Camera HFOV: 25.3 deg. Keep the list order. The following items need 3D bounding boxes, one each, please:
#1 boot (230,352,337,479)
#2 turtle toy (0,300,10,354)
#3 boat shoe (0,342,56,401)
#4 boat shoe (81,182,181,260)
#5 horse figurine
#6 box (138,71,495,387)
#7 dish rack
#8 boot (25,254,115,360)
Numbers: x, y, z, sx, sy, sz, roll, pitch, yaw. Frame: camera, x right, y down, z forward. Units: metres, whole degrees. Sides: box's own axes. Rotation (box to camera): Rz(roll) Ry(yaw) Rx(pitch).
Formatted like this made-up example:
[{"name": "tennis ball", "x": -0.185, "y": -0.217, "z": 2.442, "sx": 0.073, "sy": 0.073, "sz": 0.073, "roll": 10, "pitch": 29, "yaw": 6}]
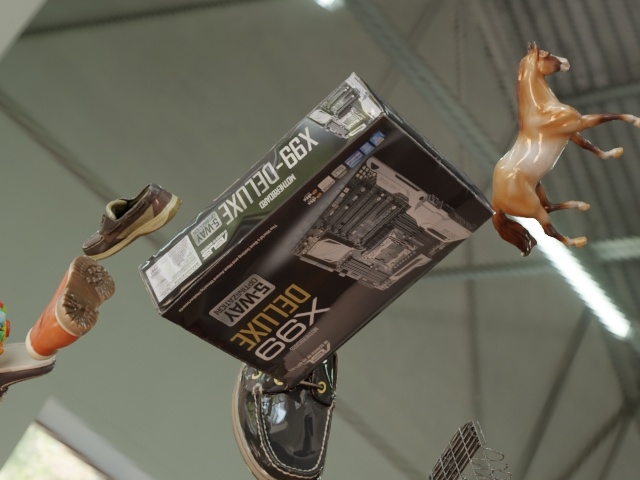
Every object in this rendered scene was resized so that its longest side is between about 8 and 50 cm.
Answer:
[{"name": "boot", "x": -0.007, "y": 0.122, "z": 1.925, "sx": 0.138, "sy": 0.377, "sz": 0.284, "roll": 18, "pitch": -47, "yaw": -14}, {"name": "turtle toy", "x": -0.456, "y": 0.112, "z": 1.936, "sx": 0.066, "sy": 0.095, "sz": 0.130, "roll": 2, "pitch": 21, "yaw": -17}, {"name": "boat shoe", "x": -0.458, "y": 0.191, "z": 1.982, "sx": 0.206, "sy": 0.075, "sz": 0.065, "roll": -9, "pitch": -68, "yaw": 9}, {"name": "boat shoe", "x": -0.324, "y": -0.037, "z": 2.363, "sx": 0.223, "sy": 0.080, "sz": 0.073, "roll": -25, "pitch": -64, "yaw": 37}, {"name": "horse figurine", "x": 0.283, "y": -0.095, "z": 1.779, "sx": 0.174, "sy": 0.263, "sz": 0.066, "roll": 19, "pitch": 19, "yaw": -17}, {"name": "box", "x": 0.000, "y": 0.000, "z": 1.500, "sx": 0.242, "sy": 0.307, "sz": 0.076, "roll": 37, "pitch": 16, "yaw": -48}, {"name": "dish rack", "x": 0.258, "y": 0.445, "z": 2.374, "sx": 0.074, "sy": 0.271, "sz": 0.208, "roll": 16, "pitch": -58, "yaw": -24}, {"name": "boot", "x": -0.282, "y": 0.074, "z": 1.590, "sx": 0.059, "sy": 0.158, "sz": 0.084, "roll": 43, "pitch": -67, "yaw": -12}]
